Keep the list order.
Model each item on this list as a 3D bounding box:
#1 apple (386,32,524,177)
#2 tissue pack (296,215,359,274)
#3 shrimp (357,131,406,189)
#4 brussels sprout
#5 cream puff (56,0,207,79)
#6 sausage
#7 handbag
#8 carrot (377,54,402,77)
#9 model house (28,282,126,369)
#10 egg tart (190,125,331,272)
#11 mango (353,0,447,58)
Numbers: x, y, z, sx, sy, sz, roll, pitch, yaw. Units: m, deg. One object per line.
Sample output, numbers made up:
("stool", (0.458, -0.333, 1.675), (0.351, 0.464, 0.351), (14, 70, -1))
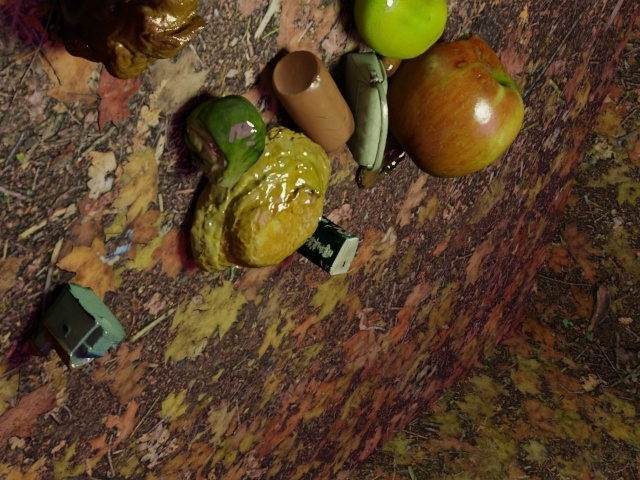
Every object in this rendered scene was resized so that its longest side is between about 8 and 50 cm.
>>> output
("apple", (0.318, -0.324, 2.229), (0.339, 0.339, 0.339), (-39, 148, -31))
("tissue pack", (0.001, 0.000, 2.220), (0.090, 0.170, 0.103), (4, 114, -59))
("shrimp", (0.189, -0.227, 2.421), (0.253, 0.058, 0.173), (-43, 158, -18))
("brussels sprout", (-0.176, -0.198, 1.764), (0.145, 0.131, 0.183), (-38, 143, -23))
("cream puff", (-0.285, -0.360, 1.341), (0.155, 0.241, 0.269), (-8, 155, -49))
("sausage", (-0.009, -0.287, 1.957), (0.121, 0.121, 0.304), (-54, 155, -6))
("handbag", (0.111, -0.279, 2.060), (0.079, 0.219, 0.256), (-9, 136, -12))
("carrot", (0.202, -0.488, 2.161), (0.248, 0.059, 0.059), (-57, 153, -8))
("model house", (-0.462, 0.177, 1.703), (0.149, 0.148, 0.119), (-44, 157, 2))
("egg tart", (-0.110, -0.075, 1.957), (0.351, 0.153, 0.339), (-16, 134, -36))
("mango", (0.165, -0.490, 1.998), (0.273, 0.149, 0.185), (-10, 135, -48))
